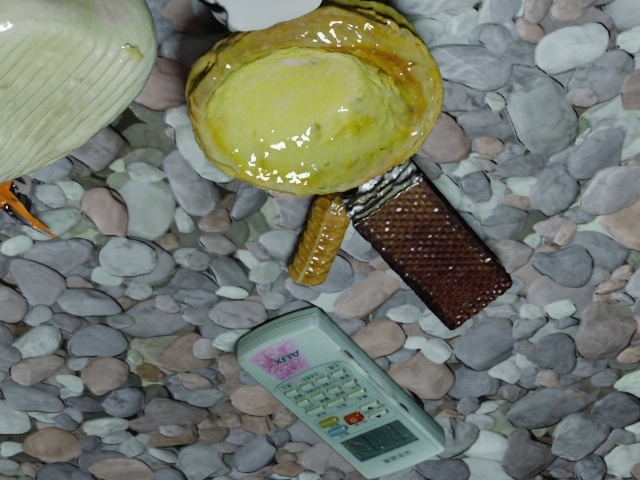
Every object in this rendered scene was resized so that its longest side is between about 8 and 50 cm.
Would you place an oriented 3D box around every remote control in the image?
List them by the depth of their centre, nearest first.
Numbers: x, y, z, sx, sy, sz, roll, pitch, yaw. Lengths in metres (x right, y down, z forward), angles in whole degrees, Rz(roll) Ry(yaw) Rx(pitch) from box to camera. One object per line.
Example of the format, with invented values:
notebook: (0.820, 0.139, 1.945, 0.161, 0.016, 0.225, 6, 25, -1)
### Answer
remote control: (0.031, 0.221, 2.146, 0.145, 0.050, 0.344, -26, 130, 26)

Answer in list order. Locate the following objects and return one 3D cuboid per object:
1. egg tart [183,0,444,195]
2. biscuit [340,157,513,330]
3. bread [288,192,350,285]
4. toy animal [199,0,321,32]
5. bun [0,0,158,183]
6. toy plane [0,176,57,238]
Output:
egg tart: (-0.008, -0.175, 1.695, 0.294, 0.123, 0.294, 0, 139, 0)
biscuit: (0.132, 0.000, 1.884, 0.106, 0.070, 0.252, -37, 126, 8)
bread: (0.000, 0.000, 1.924, 0.052, 0.044, 0.157, 17, 132, -6)
toy animal: (-0.081, -0.332, 1.513, 0.204, 0.156, 0.208, -20, 139, 18)
bun: (-0.355, -0.207, 1.611, 0.361, 0.213, 0.361, -19, 154, -10)
toy plane: (-0.396, -0.060, 1.876, 0.135, 0.062, 0.188, -28, 142, 27)
